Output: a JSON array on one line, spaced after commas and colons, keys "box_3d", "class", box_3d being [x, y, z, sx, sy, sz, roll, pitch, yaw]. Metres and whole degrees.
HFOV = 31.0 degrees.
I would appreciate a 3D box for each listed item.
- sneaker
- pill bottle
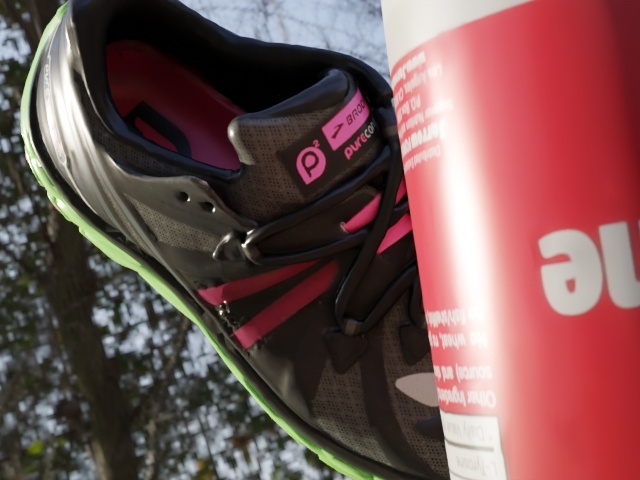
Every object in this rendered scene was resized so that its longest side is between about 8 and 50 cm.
[{"box_3d": [0.000, 0.000, 0.747, 0.185, 0.482, 0.202, -53, -6, -31], "class": "sneaker"}, {"box_3d": [0.164, 0.060, 0.488, 0.228, 0.408, 0.229, -8, -4, -1], "class": "pill bottle"}]
